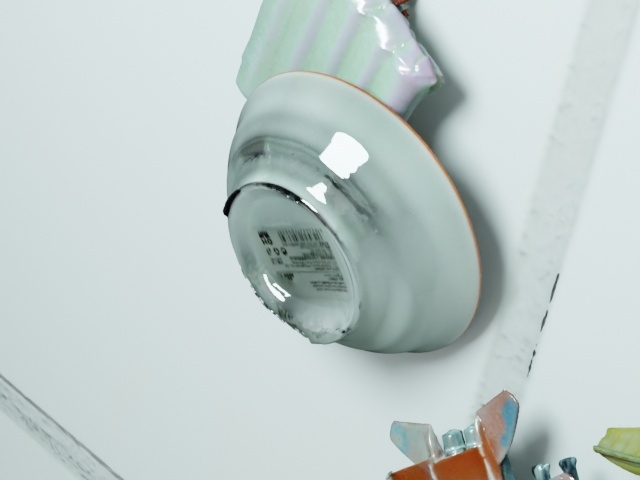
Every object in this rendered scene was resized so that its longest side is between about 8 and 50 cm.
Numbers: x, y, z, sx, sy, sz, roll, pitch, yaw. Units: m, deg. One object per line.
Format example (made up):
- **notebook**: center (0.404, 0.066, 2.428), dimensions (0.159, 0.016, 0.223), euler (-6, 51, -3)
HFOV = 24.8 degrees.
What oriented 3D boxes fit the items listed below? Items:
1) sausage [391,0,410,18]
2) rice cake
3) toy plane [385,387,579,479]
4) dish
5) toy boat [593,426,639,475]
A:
- **sausage**: center (0.008, -0.281, 1.138), dimensions (0.034, 0.034, 0.253), euler (-38, 78, 45)
- **rice cake**: center (0.009, -0.135, 1.161), dimensions (0.189, 0.037, 0.198), euler (55, 145, 13)
- **toy plane**: center (0.158, 0.283, 1.144), dimensions (0.223, 0.104, 0.326), euler (-24, 91, 48)
- **dish**: center (0.000, 0.000, 1.160), dimensions (0.260, 0.085, 0.260), euler (31, 141, 29)
- **toy boat**: center (0.270, 0.134, 1.002), dimensions (0.172, 0.065, 0.066), euler (-20, 103, 42)
